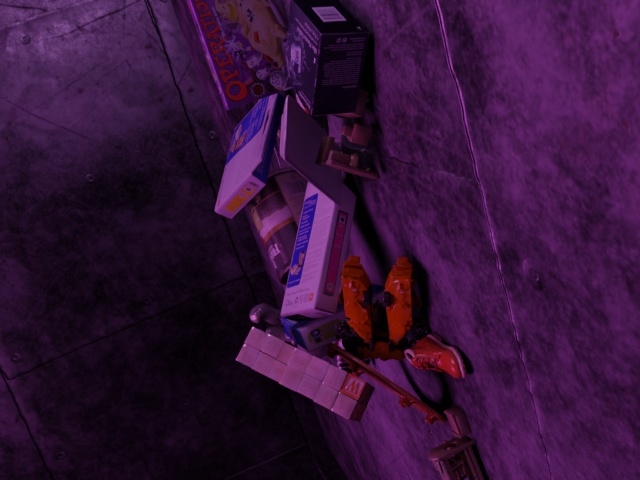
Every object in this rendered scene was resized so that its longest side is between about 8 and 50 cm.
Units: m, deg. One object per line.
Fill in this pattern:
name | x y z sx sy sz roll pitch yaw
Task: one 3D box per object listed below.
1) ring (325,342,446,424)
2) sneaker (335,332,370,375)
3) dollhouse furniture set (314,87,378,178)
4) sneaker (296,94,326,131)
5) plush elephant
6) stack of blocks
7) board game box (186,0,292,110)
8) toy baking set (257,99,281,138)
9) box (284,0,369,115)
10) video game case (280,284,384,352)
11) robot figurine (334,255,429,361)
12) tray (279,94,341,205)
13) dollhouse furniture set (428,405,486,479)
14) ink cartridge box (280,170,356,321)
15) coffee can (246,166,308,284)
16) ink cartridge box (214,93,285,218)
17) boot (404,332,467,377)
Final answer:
ring | 0.144 0.343 1.539 0.337 0.032 0.336 34 171 6
sneaker | 0.080 0.271 1.975 0.162 0.107 0.281 -123 26 -58
dollhouse furniture set | 0.085 -0.207 1.285 0.144 0.123 0.151 -153 77 -71
sneaker | -0.023 -0.313 1.524 0.075 0.057 0.161 -101 -2 -52
plush elephant | -0.055 0.300 2.207 0.330 0.272 0.255 43 -168 -23
stack of blocks | -0.036 0.299 1.461 0.297 0.087 0.171 24 169 18
board game box | -0.180 -0.498 1.490 0.056 0.208 0.346 -146 36 -69
toy baking set | -0.179 -0.406 2.041 0.256 0.030 0.196 -170 58 -75
box | 0.006 -0.333 1.168 0.156 0.093 0.158 -119 27 -43
video game case | 0.041 0.183 1.621 0.269 0.244 0.061 180 68 -76
robot figurine | 0.132 0.158 1.391 0.291 0.211 0.085 81 -163 -45
tray | -0.021 -0.181 1.363 0.270 0.030 0.145 34 -125 -60
dollhouse furniture set | 0.274 0.468 1.453 0.161 0.101 0.181 166 83 -77
ink cartridge box | 0.000 0.000 1.522 0.176 0.069 0.370 -22 55 59
coffee can | -0.075 -0.041 1.828 0.201 0.202 0.275 99 147 -67
ink cartridge box | -0.174 -0.253 1.758 0.307 0.072 0.303 -33 40 50
boot | 0.231 0.244 1.302 0.158 0.085 0.059 -149 41 -67
